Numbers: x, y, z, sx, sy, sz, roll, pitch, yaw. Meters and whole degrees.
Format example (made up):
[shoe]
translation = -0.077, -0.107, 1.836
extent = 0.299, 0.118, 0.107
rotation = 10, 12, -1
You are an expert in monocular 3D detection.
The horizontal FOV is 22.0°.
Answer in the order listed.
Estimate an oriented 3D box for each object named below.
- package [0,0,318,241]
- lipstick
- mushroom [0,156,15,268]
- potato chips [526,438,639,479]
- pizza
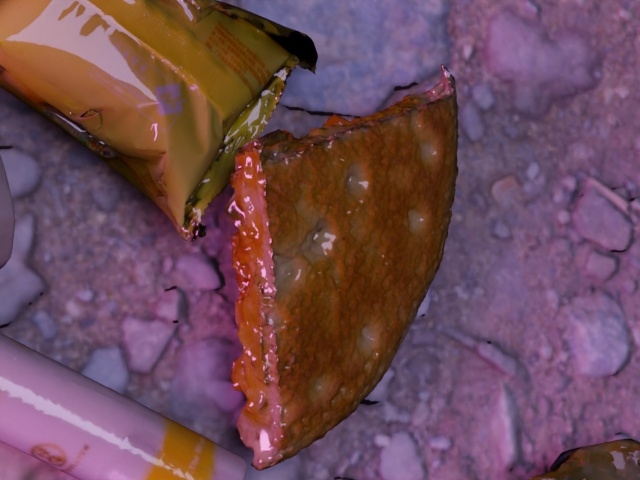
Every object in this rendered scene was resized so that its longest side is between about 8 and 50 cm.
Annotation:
[package]
translation = -0.120, -0.119, 1.009
extent = 0.226, 0.090, 0.168
rotation = 37, 68, -20
[lipstick]
translation = -0.169, 0.097, 0.978
extent = 0.264, 0.059, 0.059
rotation = 30, 73, -17
[mushroom]
translation = -0.313, 0.002, 0.862
extent = 0.329, 0.159, 0.122
rotation = -25, 116, -33
[potato chips]
translation = 0.191, 0.311, 1.098
extent = 0.429, 0.070, 0.358
rotation = 9, 82, -21
[pizza]
translation = 0.000, 0.000, 1.036
extent = 0.197, 0.058, 0.292
rotation = 38, 70, -43
